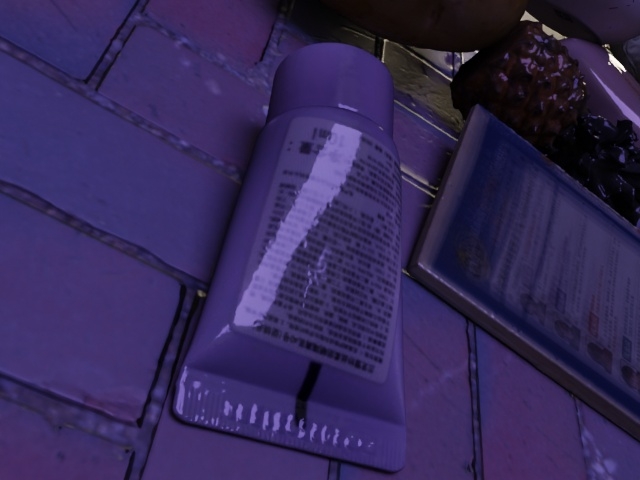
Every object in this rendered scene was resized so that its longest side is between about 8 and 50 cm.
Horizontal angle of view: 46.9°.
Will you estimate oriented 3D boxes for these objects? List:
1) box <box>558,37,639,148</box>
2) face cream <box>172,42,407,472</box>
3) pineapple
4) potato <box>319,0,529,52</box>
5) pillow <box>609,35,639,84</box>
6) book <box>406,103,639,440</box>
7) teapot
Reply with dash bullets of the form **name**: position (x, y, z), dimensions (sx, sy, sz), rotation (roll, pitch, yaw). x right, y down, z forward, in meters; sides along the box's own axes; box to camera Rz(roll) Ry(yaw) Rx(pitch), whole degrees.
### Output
- **box**: position (0.355, -0.169, 0.929), dimensions (0.146, 0.088, 0.200), rotation (-13, 63, -47)
- **face cream**: position (0.000, 0.000, 0.481), dimensions (0.154, 0.096, 0.273), rotation (24, 56, -27)
- **pineapple**: position (0.253, -0.110, 0.774), dimensions (0.248, 0.128, 0.128), rotation (42, 38, -12)
- **potato**: position (0.117, -0.301, 0.722), dimensions (0.243, 0.242, 0.285), rotation (38, 48, -8)
- **pillow**: position (0.483, -0.381, 1.182), dimensions (0.280, 0.076, 0.274), rotation (57, 33, -25)
- **book**: position (0.236, 0.037, 0.665), dimensions (0.323, 0.018, 0.228), rotation (36, 49, -9)
- **teapot**: position (0.334, -0.359, 0.965), dimensions (0.208, 0.165, 0.299), rotation (0, 42, -50)
